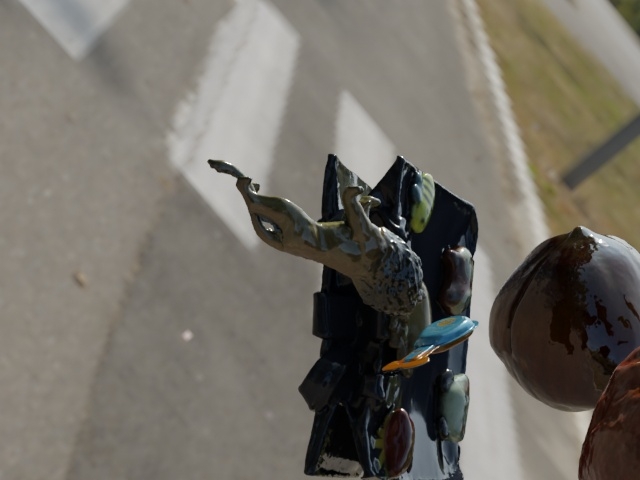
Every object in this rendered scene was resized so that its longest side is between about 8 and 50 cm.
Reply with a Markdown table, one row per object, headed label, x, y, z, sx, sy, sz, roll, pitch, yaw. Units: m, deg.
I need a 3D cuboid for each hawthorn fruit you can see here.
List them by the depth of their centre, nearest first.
| label | x | y | z | sx | sy | sz | roll | pitch | yaw |
| --- | --- | --- | --- | --- | --- | --- | --- | --- | --- |
| hawthorn fruit | 0.308 | 0.136 | 1.461 | 0.207 | 0.243 | 0.207 | 16 | -19 | 6 |

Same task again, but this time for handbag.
| label | x | y | z | sx | sy | sz | roll | pitch | yaw |
| --- | --- | --- | --- | --- | --- | --- | --- | --- | --- |
| handbag | 0.070 | 0.086 | 1.860 | 0.329 | 0.122 | 0.303 | 30 | 63 | -73 |

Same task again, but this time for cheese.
| label | x | y | z | sx | sy | sz | roll | pitch | yaw |
| --- | --- | --- | --- | --- | --- | --- | --- | --- | --- |
| cheese | 0.085 | 0.078 | 1.450 | 0.111 | 0.047 | 0.017 | -30 | 103 | -54 |

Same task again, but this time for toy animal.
| label | x | y | z | sx | sy | sz | roll | pitch | yaw |
| --- | --- | --- | --- | --- | --- | --- | --- | --- | --- |
| toy animal | 0.005 | -0.017 | 1.575 | 0.220 | 0.086 | 0.069 | 30 | -12 | -9 |

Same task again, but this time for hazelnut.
| label | x | y | z | sx | sy | sz | roll | pitch | yaw |
| --- | --- | --- | --- | --- | --- | --- | --- | --- | --- |
| hazelnut | 0.303 | 0.091 | 2.225 | 0.229 | 0.229 | 0.229 | 48 | 11 | -12 |
